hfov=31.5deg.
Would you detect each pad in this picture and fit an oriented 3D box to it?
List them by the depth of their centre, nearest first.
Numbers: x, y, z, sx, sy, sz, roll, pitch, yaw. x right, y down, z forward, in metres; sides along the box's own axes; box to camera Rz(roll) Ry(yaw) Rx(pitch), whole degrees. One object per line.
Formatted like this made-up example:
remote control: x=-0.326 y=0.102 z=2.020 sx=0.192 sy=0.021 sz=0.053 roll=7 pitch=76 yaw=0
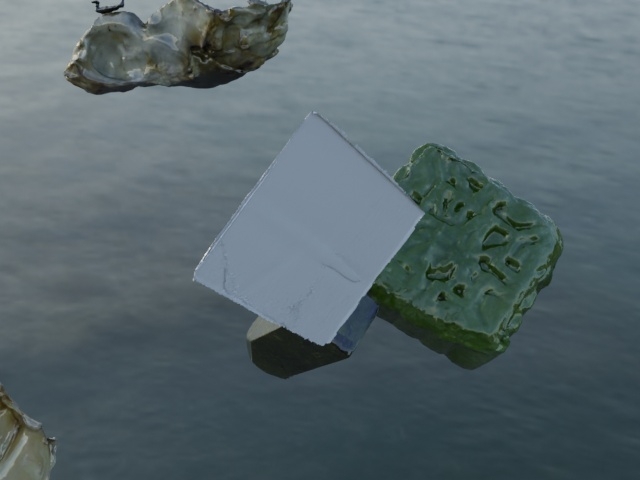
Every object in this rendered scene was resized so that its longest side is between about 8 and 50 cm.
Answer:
pad: x=0.000 y=0.000 z=0.913 sx=0.004 sy=0.156 sz=0.232 roll=36 pitch=1 yaw=32

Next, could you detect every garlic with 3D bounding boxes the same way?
garlic: x=-0.506 y=0.261 z=1.512 sx=0.184 sy=0.281 sz=0.203 roll=12 pitch=50 yaw=37

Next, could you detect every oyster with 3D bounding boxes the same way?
oyster: x=-0.196 y=-0.273 z=1.544 sx=0.337 sy=0.133 sz=0.198 roll=-9 pitch=-7 yaw=9

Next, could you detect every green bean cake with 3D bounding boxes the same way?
green bean cake: x=0.167 y=0.025 z=1.433 sx=0.248 sy=0.222 sz=0.125 roll=33 pitch=-16 yaw=2

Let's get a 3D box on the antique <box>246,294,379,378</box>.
antique: x=-0.024 y=0.109 z=1.388 sx=0.080 sy=0.221 sz=0.081 roll=40 pitch=62 yaw=-11
